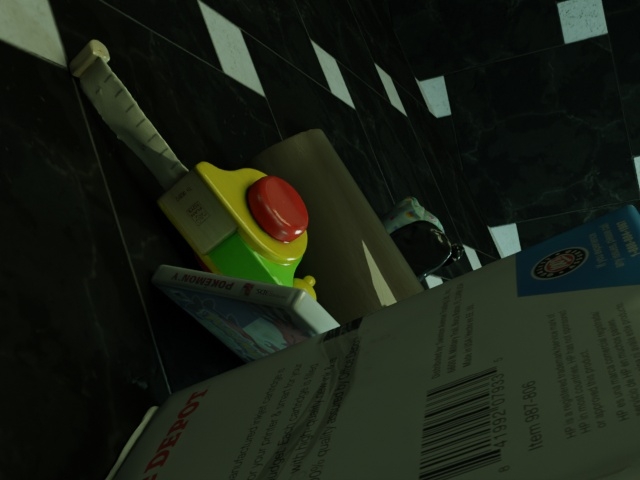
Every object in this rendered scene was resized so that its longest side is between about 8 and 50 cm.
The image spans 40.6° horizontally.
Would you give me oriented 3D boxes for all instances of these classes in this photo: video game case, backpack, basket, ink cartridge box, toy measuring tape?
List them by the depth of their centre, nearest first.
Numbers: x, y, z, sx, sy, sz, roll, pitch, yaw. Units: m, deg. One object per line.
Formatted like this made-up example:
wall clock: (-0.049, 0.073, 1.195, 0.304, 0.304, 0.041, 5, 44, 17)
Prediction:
ink cartridge box: (0.053, 0.163, 0.536, 0.166, 0.395, 0.285, 62, 19, -13)
video game case: (-0.030, 0.094, 0.770, 0.201, 0.183, 0.023, 48, 61, -38)
toy measuring tape: (-0.108, -0.060, 0.855, 0.330, 0.121, 0.121, 52, 20, -5)
basket: (0.000, 0.000, 0.996, 0.226, 0.154, 0.204, 61, 17, 3)
backpack: (0.139, 0.004, 1.372, 0.115, 0.152, 0.182, 56, 14, -9)
